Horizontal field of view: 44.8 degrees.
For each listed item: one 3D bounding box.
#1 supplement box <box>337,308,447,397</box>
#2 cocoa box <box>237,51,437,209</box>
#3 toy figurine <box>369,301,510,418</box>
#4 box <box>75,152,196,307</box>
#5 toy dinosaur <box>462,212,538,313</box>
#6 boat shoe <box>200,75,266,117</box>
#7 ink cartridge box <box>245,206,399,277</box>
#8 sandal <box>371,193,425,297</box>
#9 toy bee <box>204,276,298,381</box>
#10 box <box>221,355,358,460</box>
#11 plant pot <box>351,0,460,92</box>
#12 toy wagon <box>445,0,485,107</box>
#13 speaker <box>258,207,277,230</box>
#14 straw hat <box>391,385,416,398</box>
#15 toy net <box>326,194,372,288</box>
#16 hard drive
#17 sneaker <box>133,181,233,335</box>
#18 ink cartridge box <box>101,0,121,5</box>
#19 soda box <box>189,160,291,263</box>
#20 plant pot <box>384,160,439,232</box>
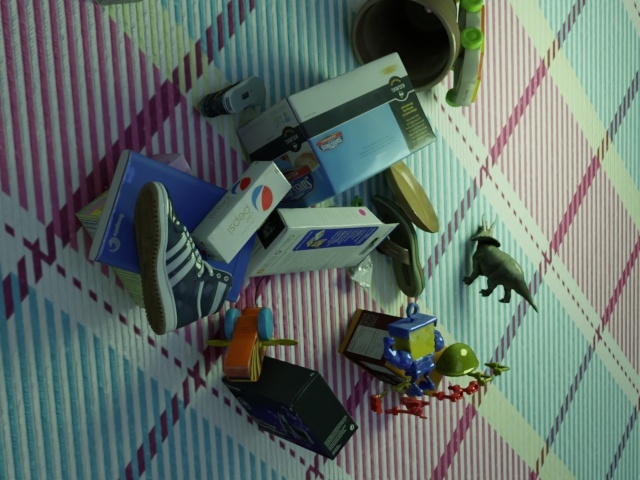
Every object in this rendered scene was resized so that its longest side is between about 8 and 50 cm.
[{"bbox_3d":[0.189,0.283,1.966,0.191,0.194,0.129,39,70,-36],"label":"supplement box"},{"bbox_3d":[0.041,-0.235,1.741,0.347,0.231,0.228,-30,97,-35],"label":"cocoa box"},{"bbox_3d":[0.259,0.240,1.780,0.362,0.191,0.217,-17,100,-39],"label":"toy figurine"},{"bbox_3d":[-0.323,-0.016,1.558,0.213,0.117,0.243,-44,121,-29],"label":"box"},{"bbox_3d":[0.504,0.085,2.211,0.121,0.313,0.160,-11,139,-29],"label":"toy dinosaur"},{"bbox_3d":[-0.189,-0.312,1.685,0.183,0.083,0.065,-43,124,-60],"label":"boat shoe"},{"bbox_3d":[0.000,0.000,1.754,0.371,0.176,0.069,-1,54,-45],"label":"ink cartridge box"},{"bbox_3d":[0.193,0.024,2.005,0.086,0.120,0.303,-26,111,-21],"label":"sandal"},{"bbox_3d":[-0.135,0.202,1.711,0.298,0.195,0.162,-59,151,-33],"label":"toy bee"},{"bbox_3d":[-0.071,0.357,1.709,0.103,0.261,0.184,-46,120,-28],"label":"box"},{"bbox_3d":[0.235,-0.532,1.929,0.263,0.263,0.229,61,39,-26],"label":"plant pot"},{"bbox_3d":[0.381,-0.527,2.032,0.267,0.068,0.344,90,6,-65],"label":"toy wagon"},{"bbox_3d":[-0.134,-0.049,1.756,0.136,0.055,0.055,-40,118,-30],"label":"speaker"},{"bbox_3d":[0.219,0.380,2.081,0.061,0.144,0.144,1,94,1],"label":"straw hat"},{"bbox_3d":[0.085,0.009,1.956,0.122,0.045,0.232,-36,117,-35],"label":"toy net"},{"bbox_3d":[-0.267,-0.020,1.500,0.318,0.040,0.210,22,80,-40],"label":"hard drive"},{"bbox_3d":[-0.248,0.023,1.425,0.153,0.099,0.282,-13,110,-34],"label":"sneaker"},{"bbox_3d":[-0.366,-0.556,1.451,0.086,0.148,0.203,-20,107,-36],"label":"ink cartridge box"},{"bbox_3d":[-0.155,-0.058,1.520,0.216,0.069,0.074,-53,125,-25],"label":"soda box"},{"bbox_3d":[0.229,-0.115,1.994,0.236,0.032,0.236,48,23,-28],"label":"plant pot"}]
